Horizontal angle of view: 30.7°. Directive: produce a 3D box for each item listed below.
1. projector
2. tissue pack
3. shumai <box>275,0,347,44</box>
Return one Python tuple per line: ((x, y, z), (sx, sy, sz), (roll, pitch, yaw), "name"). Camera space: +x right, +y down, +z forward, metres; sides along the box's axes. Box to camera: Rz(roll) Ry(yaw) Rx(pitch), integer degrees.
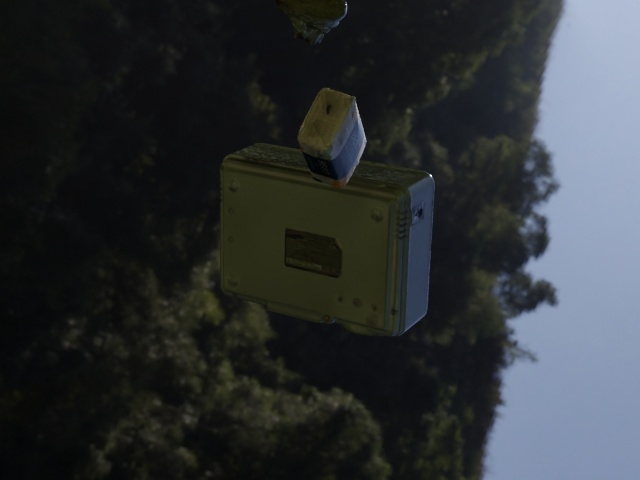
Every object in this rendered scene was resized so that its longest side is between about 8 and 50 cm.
((0.000, 0.000, 1.398), (0.099, 0.256, 0.192), (-31, 128, -55), "projector")
((0.012, -0.093, 1.072), (0.062, 0.042, 0.083), (-62, 160, -17), "tissue pack")
((-0.021, -0.373, 1.917), (0.099, 0.124, 0.087), (-40, 161, -36), "shumai")
